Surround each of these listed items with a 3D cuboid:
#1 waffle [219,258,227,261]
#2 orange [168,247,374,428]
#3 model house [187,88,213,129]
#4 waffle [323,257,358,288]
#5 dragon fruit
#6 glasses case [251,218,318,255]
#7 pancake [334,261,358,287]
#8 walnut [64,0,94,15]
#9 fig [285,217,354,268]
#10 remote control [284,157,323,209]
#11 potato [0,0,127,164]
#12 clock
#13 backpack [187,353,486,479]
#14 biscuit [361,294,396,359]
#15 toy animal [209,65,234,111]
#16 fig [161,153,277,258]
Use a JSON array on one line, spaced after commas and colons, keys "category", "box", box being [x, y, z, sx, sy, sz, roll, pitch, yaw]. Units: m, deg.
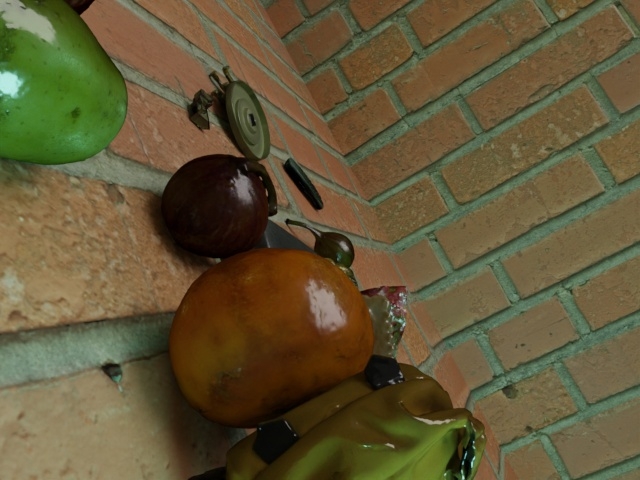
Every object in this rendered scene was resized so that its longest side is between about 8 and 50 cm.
[{"category": "waffle", "box": [-0.111, 0.146, 1.059, 0.262, 0.060, 0.280, 37, 27, -56]}, {"category": "orange", "box": [-0.068, 0.137, 0.785, 0.284, 0.284, 0.226, 40, 29, -52]}, {"category": "model house", "box": [-0.288, -0.320, 1.382, 0.058, 0.057, 0.083, 38, 24, -44]}, {"category": "waffle", "box": [0.039, 0.213, 1.145, 0.261, 0.151, 0.324, 67, 9, -54]}, {"category": "dragon fruit", "box": [0.161, 0.245, 1.624, 0.262, 0.134, 0.212, 117, -33, -65]}, {"category": "glasses case", "box": [-0.073, 0.053, 1.336, 0.323, 0.074, 0.131, 38, 26, -56]}, {"category": "pancake", "box": [0.057, 0.133, 1.475, 0.257, 0.056, 0.212, -108, -168, -51]}, {"category": "walnut", "box": [-0.404, -0.391, 0.722, 0.244, 0.269, 0.222, 56, 17, -28]}, {"category": "fig", "box": [0.000, 0.000, 1.632, 0.236, 0.124, 0.124, 42, 20, -19]}, {"category": "remote control", "box": [-0.053, -0.194, 1.945, 0.222, 0.042, 0.072, 52, 17, -32]}, {"category": "potato", "box": [-0.359, -0.198, 0.617, 0.304, 0.216, 0.216, 54, 13, -51]}, {"category": "clock", "box": [-0.206, -0.345, 1.625, 0.235, 0.029, 0.235, -13, 90, -74]}, {"category": "backpack", "box": [0.035, 0.332, 0.697, 0.201, 0.353, 0.378, 44, -34, 49]}, {"category": "biscuit", "box": [0.025, 0.244, 0.938, 0.044, 0.217, 0.325, 101, -13, -62]}, {"category": "toy animal", "box": [-0.258, -0.423, 1.658, 0.136, 0.073, 0.181, 51, 18, -40]}, {"category": "fig", "box": [-0.175, -0.069, 1.000, 0.205, 0.205, 0.205, 54, 16, -23]}]
